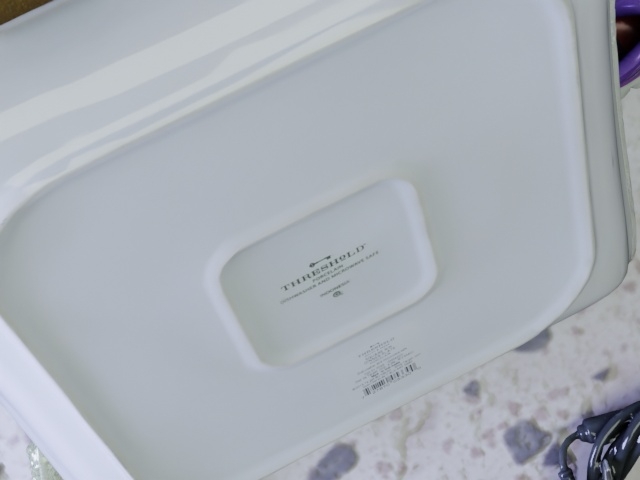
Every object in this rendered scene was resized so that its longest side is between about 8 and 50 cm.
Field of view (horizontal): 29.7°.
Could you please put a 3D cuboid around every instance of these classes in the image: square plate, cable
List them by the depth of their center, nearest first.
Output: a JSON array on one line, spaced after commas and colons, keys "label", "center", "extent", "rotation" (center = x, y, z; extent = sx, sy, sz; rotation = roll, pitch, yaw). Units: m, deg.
[{"label": "square plate", "center": [0.000, 0.000, 0.560], "extent": [0.347, 0.049, 0.344], "rotation": [-27, 141, -4]}, {"label": "cable", "center": [0.234, 0.170, 0.756], "extent": [0.151, 0.047, 0.184], "rotation": [-28, 107, -3]}]

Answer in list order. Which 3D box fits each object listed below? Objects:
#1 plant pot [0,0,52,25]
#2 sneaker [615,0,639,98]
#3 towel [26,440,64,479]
[{"label": "plant pot", "center": [-0.226, -0.070, 0.531], "extent": [0.254, 0.237, 0.237], "rotation": [-16, 110, -16]}, {"label": "sneaker", "center": [0.104, -0.080, 0.629], "extent": [0.170, 0.071, 0.068], "rotation": [-35, 82, 1]}, {"label": "towel", "center": [-0.111, 0.171, 0.715], "extent": [0.110, 0.027, 0.148], "rotation": [-6, 109, -6]}]
